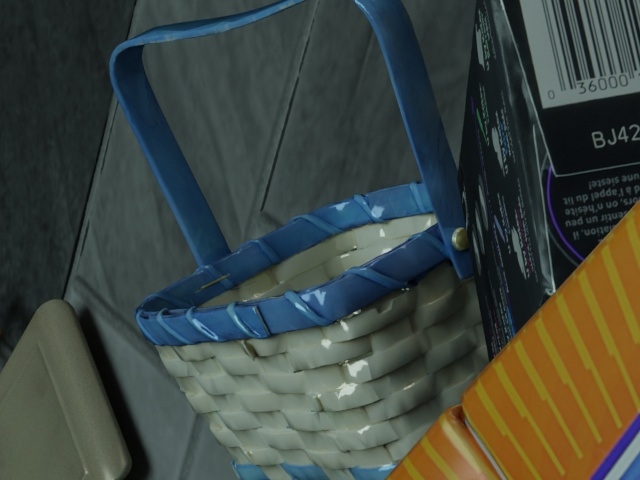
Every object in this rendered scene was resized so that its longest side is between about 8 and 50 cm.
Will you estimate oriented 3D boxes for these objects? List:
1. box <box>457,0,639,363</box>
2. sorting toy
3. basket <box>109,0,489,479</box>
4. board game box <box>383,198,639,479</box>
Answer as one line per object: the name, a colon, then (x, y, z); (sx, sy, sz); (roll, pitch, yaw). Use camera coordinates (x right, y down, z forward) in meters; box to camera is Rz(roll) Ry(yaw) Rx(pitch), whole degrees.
box: (0.155, -0.019, 0.888); (0.270, 0.165, 0.143); (86, 175, -73)
sorting toy: (-0.218, 0.172, 1.599); (0.196, 0.047, 0.348); (-52, 48, 33)
basket: (0.000, 0.000, 1.147); (0.255, 0.201, 0.289); (-4, 115, 53)
board game box: (0.250, 0.160, 0.618); (0.356, 0.356, 0.356); (56, 132, 23)
